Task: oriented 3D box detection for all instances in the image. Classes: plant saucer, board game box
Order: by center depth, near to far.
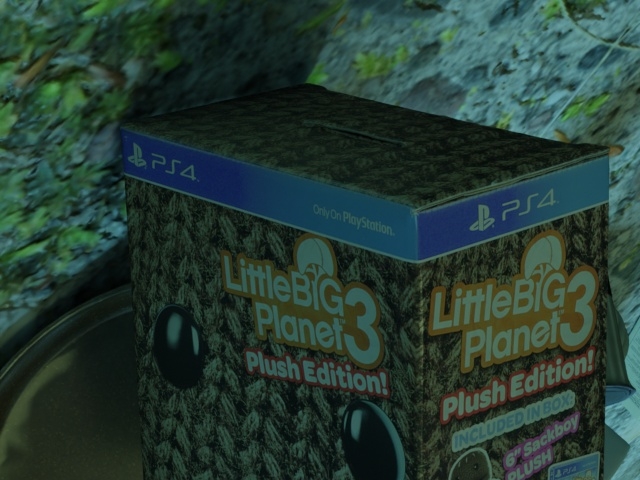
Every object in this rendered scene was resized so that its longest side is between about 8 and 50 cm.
[{"bbox_3d":[0.022,0.082,0.964,0.141,0.232,0.291,-17,113,-39],"label":"board game box"},{"bbox_3d":[-0.083,0.161,1.128,0.311,0.050,0.310,-4,107,-14],"label":"plant saucer"}]

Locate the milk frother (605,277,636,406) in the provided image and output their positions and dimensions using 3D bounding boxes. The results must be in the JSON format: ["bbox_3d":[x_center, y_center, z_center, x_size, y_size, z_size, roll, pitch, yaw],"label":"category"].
[{"bbox_3d":[0.186,0.074,1.417,0.129,0.134,0.143,-15,160,23],"label":"milk frother"}]

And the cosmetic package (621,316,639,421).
[{"bbox_3d":[0.334,0.123,1.785,0.041,0.060,0.115,-23,152,-31],"label":"cosmetic package"}]

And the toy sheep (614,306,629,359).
[{"bbox_3d":[0.231,0.093,1.564,0.091,0.091,0.132,-30,147,-20],"label":"toy sheep"}]

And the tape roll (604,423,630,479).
[{"bbox_3d":[0.154,0.261,1.620,0.286,0.100,0.286,-47,173,-8],"label":"tape roll"}]
